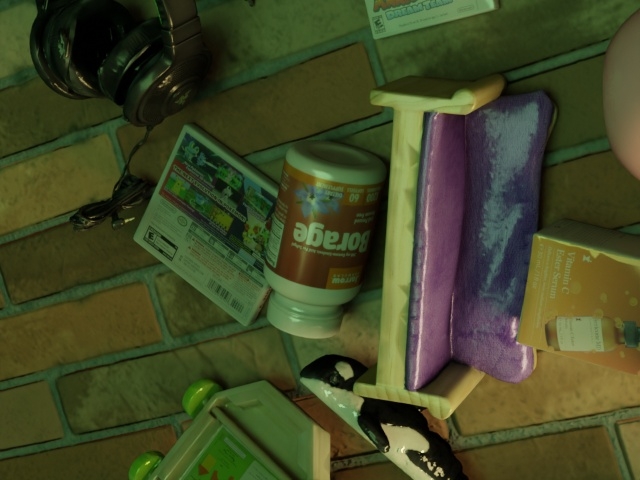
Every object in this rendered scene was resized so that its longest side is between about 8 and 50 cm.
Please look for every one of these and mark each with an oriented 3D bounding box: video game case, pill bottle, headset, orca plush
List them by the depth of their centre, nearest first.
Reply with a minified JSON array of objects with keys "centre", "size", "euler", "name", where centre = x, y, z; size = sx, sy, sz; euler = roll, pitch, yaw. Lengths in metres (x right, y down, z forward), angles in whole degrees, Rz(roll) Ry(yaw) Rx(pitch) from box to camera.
[{"centre":[0.114,-0.313,1.643],"size":[0.157,0.019,0.143],"euler":[-10,96,31],"name":"video game case"},{"centre":[0.000,0.000,1.722],"size":[0.121,0.121,0.216],"euler":[20,111,24],"name":"pill bottle"},{"centre":[0.114,0.219,1.724],"size":[0.287,0.151,0.102],"euler":[40,86,19],"name":"orca plush"},{"centre":[-0.260,-0.205,1.768],"size":[0.243,0.185,0.394],"euler":[24,133,34],"name":"headset"},{"centre":[-0.128,-0.020,1.848],"size":[0.201,0.023,0.183],"euler":[37,117,18],"name":"video game case"}]

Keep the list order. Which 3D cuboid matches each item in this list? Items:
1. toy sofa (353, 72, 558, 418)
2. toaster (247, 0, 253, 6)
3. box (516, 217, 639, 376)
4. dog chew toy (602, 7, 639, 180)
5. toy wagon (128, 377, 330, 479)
[{"centre":[0.148,0.002,1.607],"size":[0.177,0.150,0.362],"euler":[8,105,20],"name":"toy sofa"},{"centre":[-0.107,-0.393,1.696],"size":[0.168,0.110,0.185],"euler":[-42,81,31],"name":"toaster"},{"centre":[0.314,0.062,1.577],"size":[0.170,0.091,0.130],"euler":[14,108,27],"name":"box"},{"centre":[0.446,-0.145,1.400],"size":[0.332,0.206,0.206],"euler":[-1,101,21],"name":"dog chew toy"},{"centre":[-0.136,0.341,1.816],"size":[0.344,0.068,0.267],"euler":[-53,47,1],"name":"toy wagon"}]
